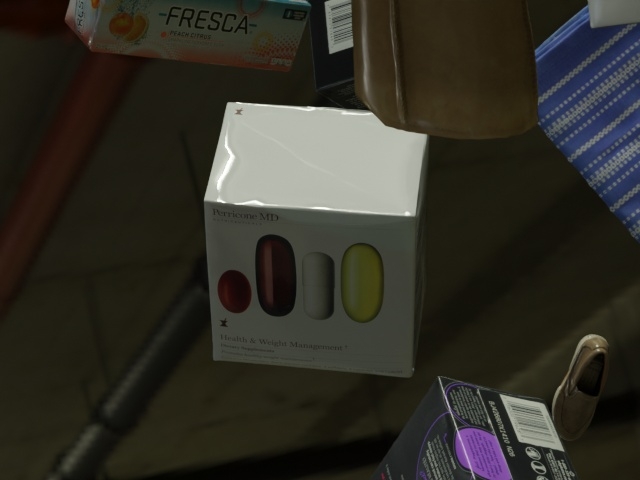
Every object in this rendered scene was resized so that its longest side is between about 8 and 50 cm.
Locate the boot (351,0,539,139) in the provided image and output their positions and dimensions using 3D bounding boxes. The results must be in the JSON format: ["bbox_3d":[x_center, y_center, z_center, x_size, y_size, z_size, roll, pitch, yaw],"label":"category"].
[{"bbox_3d":[0.028,-0.209,1.284,0.236,0.269,0.089,13,31,36],"label":"boot"}]

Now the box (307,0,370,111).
[{"bbox_3d":[0.082,-0.233,2.389,0.108,0.153,0.207,-16,-20,27],"label":"box"}]

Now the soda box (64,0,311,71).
[{"bbox_3d":[-0.103,-0.178,1.528,0.183,0.058,0.063,3,-61,-34],"label":"soda box"}]

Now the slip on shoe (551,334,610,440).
[{"bbox_3d":[0.310,0.178,2.307,0.051,0.135,0.041,15,18,-13],"label":"slip on shoe"}]

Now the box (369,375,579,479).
[{"bbox_3d":[0.142,0.303,2.095,0.143,0.165,0.270,15,-55,-25],"label":"box"}]

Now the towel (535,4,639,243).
[{"bbox_3d":[0.398,-0.131,2.164,0.243,0.336,0.040,-39,-7,-2],"label":"towel"}]

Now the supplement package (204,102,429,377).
[{"bbox_3d":[0.000,0.000,1.818,0.194,0.149,0.203,4,-48,6],"label":"supplement package"}]

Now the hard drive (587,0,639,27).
[{"bbox_3d":[0.333,-0.358,1.782,0.203,0.307,0.040,-5,4,20],"label":"hard drive"}]
